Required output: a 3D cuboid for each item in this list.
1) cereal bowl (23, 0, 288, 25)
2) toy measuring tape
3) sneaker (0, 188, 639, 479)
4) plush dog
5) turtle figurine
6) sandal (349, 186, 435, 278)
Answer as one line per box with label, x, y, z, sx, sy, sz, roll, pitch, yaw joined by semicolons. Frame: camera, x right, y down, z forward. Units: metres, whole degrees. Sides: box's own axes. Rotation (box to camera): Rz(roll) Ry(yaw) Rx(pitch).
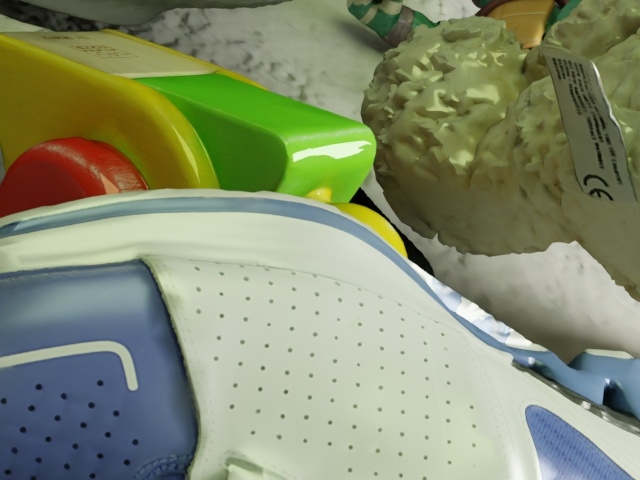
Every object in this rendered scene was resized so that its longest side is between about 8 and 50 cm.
cereal bowl;-0.125;-0.193;0.707;0.339;0.141;0.339;24;15;-7
toy measuring tape;-0.099;-0.022;0.588;0.330;0.121;0.121;23;23;38
sneaker;0.038;0.106;0.436;0.316;0.127;0.182;16;35;-28
plush dog;0.184;-0.065;0.663;0.262;0.210;0.225;38;57;-5
turtle figurine;0.104;-0.126;0.859;0.175;0.118;0.234;-6;34;22
sandal;0.000;0.000;0.668;0.067;0.040;0.179;21;17;-22
